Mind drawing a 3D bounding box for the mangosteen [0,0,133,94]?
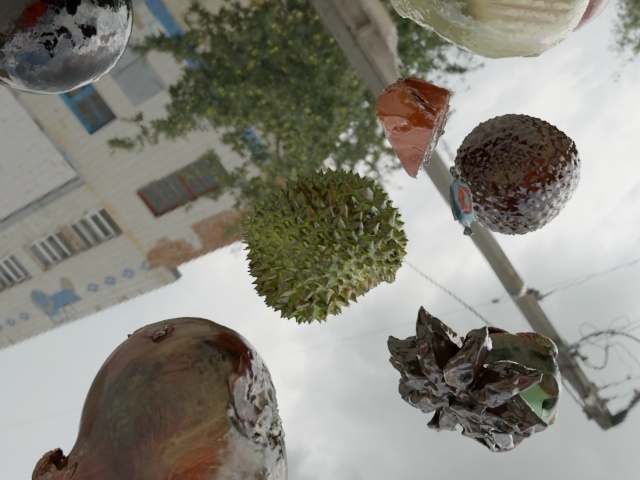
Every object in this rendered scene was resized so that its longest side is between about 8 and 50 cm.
[{"bbox_3d":[-0.537,-0.497,1.527,0.435,0.382,0.382,-32,-164,40],"label":"mangosteen"}]

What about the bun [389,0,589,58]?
[{"bbox_3d":[0.155,-0.285,0.750,0.210,0.237,0.116,-10,172,-14],"label":"bun"}]

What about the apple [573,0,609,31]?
[{"bbox_3d":[0.317,-0.474,1.064,0.338,0.305,0.338,-53,179,-1],"label":"apple"}]

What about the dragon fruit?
[{"bbox_3d":[0.394,0.315,1.641,0.268,0.295,0.130,-64,-175,-4],"label":"dragon fruit"}]

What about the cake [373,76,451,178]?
[{"bbox_3d":[0.183,-0.219,1.503,0.135,0.287,0.098,15,-112,15],"label":"cake"}]

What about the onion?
[{"bbox_3d":[-0.190,0.273,1.066,0.354,0.353,0.353,-31,-161,12],"label":"onion"}]

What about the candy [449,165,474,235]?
[{"bbox_3d":[0.161,-0.046,0.886,0.020,0.083,0.030,-12,-177,-13],"label":"candy"}]

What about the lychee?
[{"bbox_3d":[0.397,-0.137,1.573,0.261,0.260,0.260,-31,-161,12],"label":"lychee"}]

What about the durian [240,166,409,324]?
[{"bbox_3d":[0.003,-0.002,1.072,0.237,0.176,0.200,-21,-142,-3],"label":"durian"}]

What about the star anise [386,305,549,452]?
[{"bbox_3d":[0.253,0.262,1.382,0.332,0.331,0.117,-15,-155,46],"label":"star anise"}]
